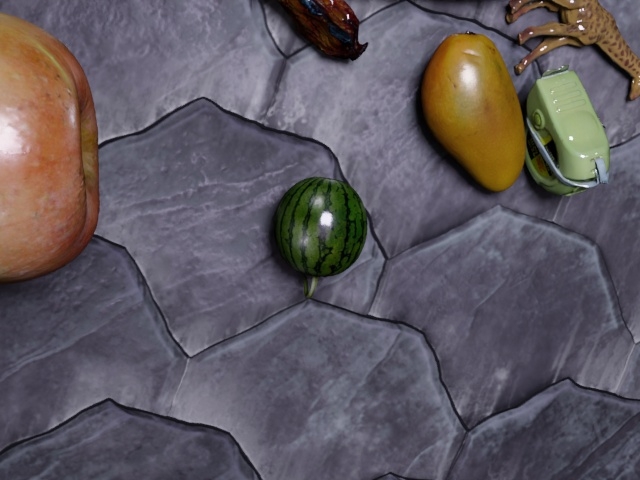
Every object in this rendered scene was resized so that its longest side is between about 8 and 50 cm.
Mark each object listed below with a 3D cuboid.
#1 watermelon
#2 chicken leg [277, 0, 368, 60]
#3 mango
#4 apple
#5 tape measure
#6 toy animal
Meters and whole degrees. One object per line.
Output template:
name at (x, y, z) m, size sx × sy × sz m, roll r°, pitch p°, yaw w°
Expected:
watermelon at (0.000, 0.000, 0.960) m, size 0.140 × 0.141 × 0.188 m, roll 2°, pitch 102°, yaw -9°
chicken leg at (-0.042, -0.336, 0.905) m, size 0.253 × 0.106 × 0.051 m, roll 31°, pitch 68°, yaw -9°
mango at (0.231, -0.183, 0.972) m, size 0.138 × 0.113 × 0.253 m, roll -28°, pitch 112°, yaw -6°
apple at (-0.429, -0.108, 0.768) m, size 0.304 × 0.338 × 0.339 m, roll -2°, pitch 102°, yaw -13°
tape measure at (0.367, -0.146, 0.979) m, size 0.087 × 0.154 × 0.178 m, roll -14°, pitch 73°, yaw -9°
toy animal at (0.410, -0.312, 1.004) m, size 0.275 × 0.054 × 0.149 m, roll 9°, pitch 103°, yaw -12°
